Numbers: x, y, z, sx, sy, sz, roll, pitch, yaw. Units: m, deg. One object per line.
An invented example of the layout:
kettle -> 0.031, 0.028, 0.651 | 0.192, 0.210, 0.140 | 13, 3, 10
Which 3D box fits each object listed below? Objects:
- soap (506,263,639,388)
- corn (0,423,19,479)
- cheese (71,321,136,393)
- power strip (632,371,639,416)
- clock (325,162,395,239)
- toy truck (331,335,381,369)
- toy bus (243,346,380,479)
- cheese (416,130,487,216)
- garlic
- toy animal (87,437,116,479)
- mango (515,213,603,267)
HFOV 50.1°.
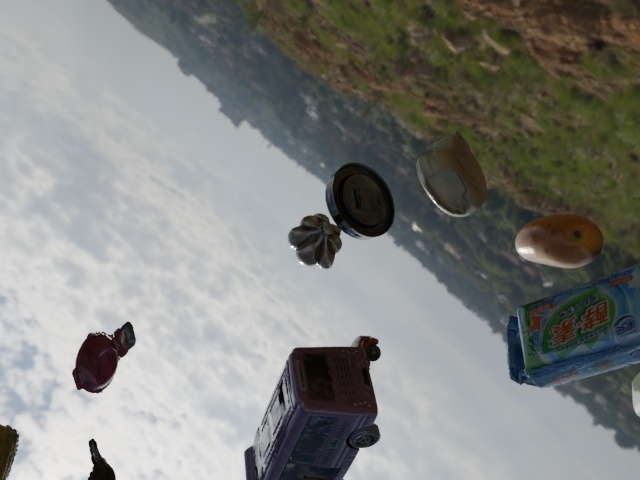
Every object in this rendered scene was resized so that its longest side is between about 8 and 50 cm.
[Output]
soap -> 0.448, 0.150, 1.152 | 0.077, 0.293, 0.156 | 38, -137, -28
corn -> -0.521, 0.392, 1.015 | 0.086, 0.086, 0.288 | 37, -160, -21
cheese -> -0.331, 0.176, 1.056 | 0.038, 0.095, 0.145 | 1, -158, 23
power strip -> 0.453, 0.152, 0.807 | 0.098, 0.058, 0.338 | 3, 154, 12
clock -> 0.090, -0.089, 1.580 | 0.184, 0.185, 0.040 | 37, 143, -20
toy truck -> 0.062, 0.357, 1.770 | 0.114, 0.253, 0.107 | 23, 168, -8
toy bus -> -0.011, 0.186, 0.676 | 0.098, 0.178, 0.087 | 6, -139, -18
cheese -> 0.270, -0.154, 1.383 | 0.163, 0.082, 0.286 | 49, -150, -15
garlic -> 0.000, 0.000, 1.578 | 0.131, 0.127, 0.194 | 45, 166, -6
toy animal -> -0.429, 0.522, 1.278 | 0.273, 0.160, 0.197 | -108, -5, -54
mango -> 0.508, 0.006, 1.486 | 0.144, 0.113, 0.219 | 17, 166, -24
